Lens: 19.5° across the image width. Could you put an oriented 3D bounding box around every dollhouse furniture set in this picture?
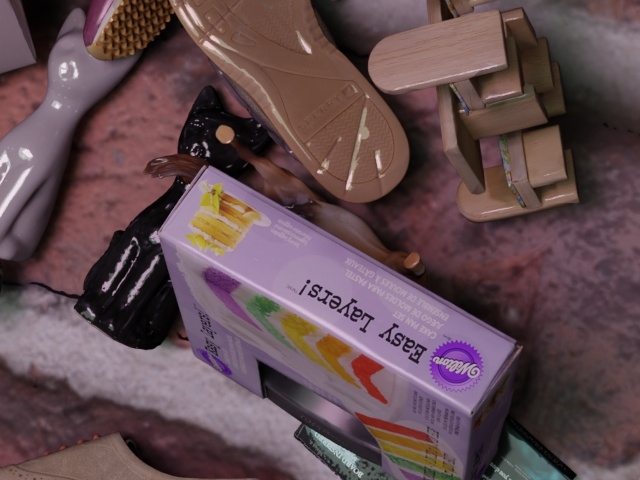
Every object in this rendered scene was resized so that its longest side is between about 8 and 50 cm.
[{"bbox_3d":[0.069,-0.150,1.326,0.161,0.212,0.242,-13,63,16],"label":"dollhouse furniture set"}]

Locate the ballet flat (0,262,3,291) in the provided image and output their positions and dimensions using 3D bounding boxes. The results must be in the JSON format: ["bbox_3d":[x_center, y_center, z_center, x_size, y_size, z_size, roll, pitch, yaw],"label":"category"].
[{"bbox_3d":[-0.338,0.003,1.476,0.188,0.070,0.070,27,101,-4],"label":"ballet flat"}]

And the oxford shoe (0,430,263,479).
[{"bbox_3d":[-0.199,0.214,1.494,0.348,0.123,0.130,12,70,18],"label":"oxford shoe"}]

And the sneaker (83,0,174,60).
[{"bbox_3d":[-0.145,-0.229,1.452,0.084,0.069,0.185,27,82,27],"label":"sneaker"}]

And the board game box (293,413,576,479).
[{"bbox_3d":[0.085,0.164,1.429,0.186,0.026,0.126,42,104,11],"label":"board game box"}]

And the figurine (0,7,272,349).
[{"bbox_3d":[-0.167,-0.056,1.472,0.215,0.092,0.209,33,94,14],"label":"figurine"}]

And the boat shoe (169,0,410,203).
[{"bbox_3d":[-0.039,-0.147,1.402,0.103,0.092,0.285,-38,91,-11],"label":"boat shoe"}]

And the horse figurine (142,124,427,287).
[{"bbox_3d":[0.000,0.000,1.364,0.263,0.174,0.066,32,84,20],"label":"horse figurine"}]

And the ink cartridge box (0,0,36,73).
[{"bbox_3d":[-0.356,-0.205,1.421,0.233,0.168,0.171,-17,75,-4],"label":"ink cartridge box"}]

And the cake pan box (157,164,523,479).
[{"bbox_3d":[0.013,0.077,1.308,0.246,0.267,0.070,32,72,13],"label":"cake pan box"}]
